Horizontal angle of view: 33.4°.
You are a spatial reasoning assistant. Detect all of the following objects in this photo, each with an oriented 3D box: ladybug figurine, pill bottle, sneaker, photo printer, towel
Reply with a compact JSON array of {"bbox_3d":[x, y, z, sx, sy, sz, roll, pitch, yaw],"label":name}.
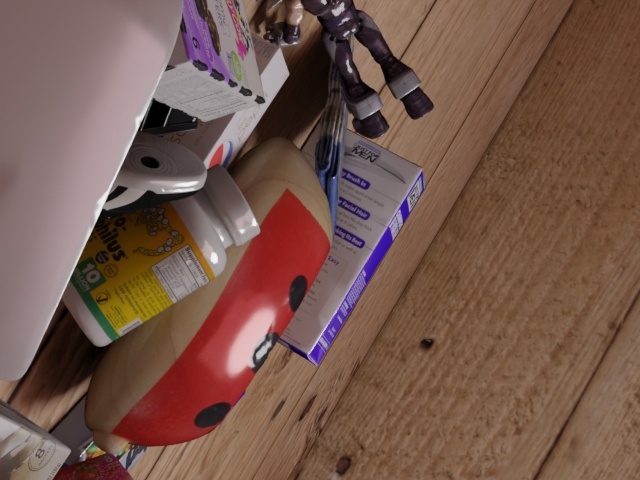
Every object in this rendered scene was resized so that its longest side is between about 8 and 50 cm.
[{"bbox_3d":[-0.124,0.078,1.320,0.449,0.162,0.305,-57,-175,-19],"label":"ladybug figurine"},{"bbox_3d":[-0.173,0.010,1.116,0.208,0.117,0.117,-32,159,-9],"label":"pill bottle"},{"bbox_3d":[-0.220,-0.035,0.983,0.217,0.079,0.121,0,131,-30],"label":"sneaker"},{"bbox_3d":[-0.242,-0.084,0.659,0.256,0.107,0.307,22,100,-31],"label":"photo printer"},{"bbox_3d":[0.019,-0.154,1.519,0.209,0.034,0.285,90,6,-59],"label":"towel"}]

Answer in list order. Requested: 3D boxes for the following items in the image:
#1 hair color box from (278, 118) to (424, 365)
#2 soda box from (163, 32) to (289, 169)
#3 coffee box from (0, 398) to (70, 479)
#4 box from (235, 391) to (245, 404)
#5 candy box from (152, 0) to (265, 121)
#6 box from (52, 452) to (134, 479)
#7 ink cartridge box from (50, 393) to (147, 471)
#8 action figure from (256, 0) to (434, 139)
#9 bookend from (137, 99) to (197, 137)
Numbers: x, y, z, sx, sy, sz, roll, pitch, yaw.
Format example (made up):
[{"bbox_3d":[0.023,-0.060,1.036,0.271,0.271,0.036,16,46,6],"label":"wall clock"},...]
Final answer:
[{"bbox_3d":[0.000,0.000,1.661,0.339,0.185,0.110,-58,165,-8],"label":"hair color box"},{"bbox_3d":[-0.124,-0.137,1.236,0.216,0.069,0.074,-57,164,-10],"label":"soda box"},{"bbox_3d":[-0.357,0.180,0.871,0.168,0.119,0.297,-57,154,-12],"label":"coffee box"},{"bbox_3d":[-0.171,0.174,1.531,0.072,0.126,0.137,-48,160,-36],"label":"box"},{"bbox_3d":[-0.125,-0.205,0.941,0.196,0.070,0.165,10,66,-75],"label":"candy box"},{"bbox_3d":[-0.328,0.360,1.232,0.257,0.122,0.128,-12,133,-44],"label":"box"},{"bbox_3d":[-0.306,0.286,1.428,0.311,0.065,0.186,-47,159,-36],"label":"ink cartridge box"},{"bbox_3d":[0.029,-0.260,1.311,0.185,0.099,0.285,-27,121,6],"label":"action figure"},{"bbox_3d":[-0.178,-0.118,1.090,0.157,0.072,0.156,-65,164,18],"label":"bookend"}]
